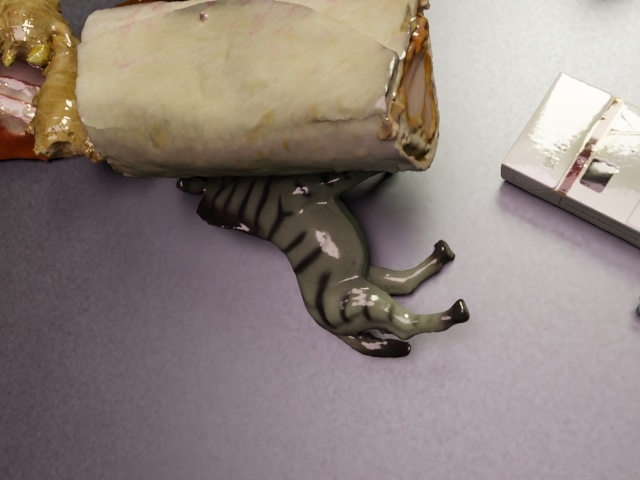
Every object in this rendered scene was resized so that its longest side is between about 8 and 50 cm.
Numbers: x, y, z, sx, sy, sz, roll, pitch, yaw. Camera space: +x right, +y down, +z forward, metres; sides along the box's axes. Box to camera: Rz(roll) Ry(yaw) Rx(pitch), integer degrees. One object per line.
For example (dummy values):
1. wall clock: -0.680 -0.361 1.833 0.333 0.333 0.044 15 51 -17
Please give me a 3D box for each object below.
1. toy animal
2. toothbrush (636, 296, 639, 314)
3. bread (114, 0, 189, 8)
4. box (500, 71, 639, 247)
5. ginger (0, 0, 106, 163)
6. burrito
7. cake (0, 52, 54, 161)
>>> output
1. toy animal: -0.002 -0.001 0.474 0.176 0.073 0.216 -28 76 14
2. toothbrush: 0.415 0.041 0.362 0.414 0.042 0.035 -2 77 18
3. bread: -0.145 -0.189 0.575 0.095 0.035 0.090 -10 75 14
4. box: 0.218 -0.048 0.436 0.154 0.040 0.083 32 88 19
5. ginger: -0.244 -0.150 0.540 0.194 0.052 0.176 5 69 -11
6. burrito: -0.062 -0.108 0.441 0.300 0.105 0.143 7 71 29
7. cake: -0.330 -0.138 0.582 0.288 0.135 0.098 -4 61 5
